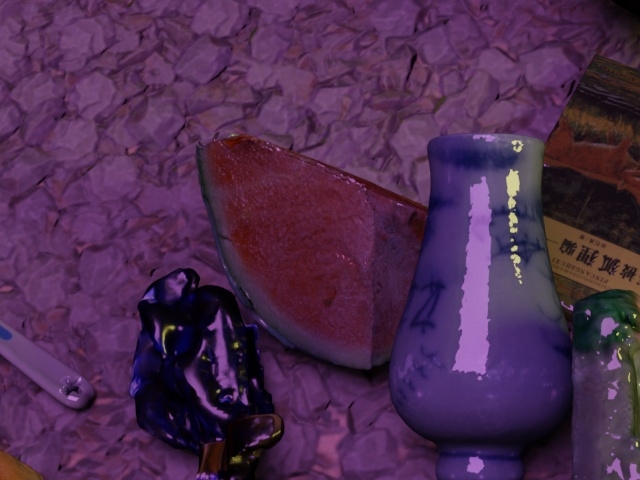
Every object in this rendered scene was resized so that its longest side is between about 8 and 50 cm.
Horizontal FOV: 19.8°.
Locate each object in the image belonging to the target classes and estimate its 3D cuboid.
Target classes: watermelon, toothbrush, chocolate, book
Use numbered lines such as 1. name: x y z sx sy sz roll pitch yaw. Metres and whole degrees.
1. watermelon: 0.001 0.016 1.473 0.231 0.128 0.146 23 94 24
2. toothbrush: -0.338 0.043 1.576 0.386 0.040 0.040 33 73 23
3. chocolate: -0.079 0.160 1.408 0.148 0.126 0.343 -40 42 34
4. book: 0.245 -0.033 1.480 0.160 0.024 0.228 24 69 21

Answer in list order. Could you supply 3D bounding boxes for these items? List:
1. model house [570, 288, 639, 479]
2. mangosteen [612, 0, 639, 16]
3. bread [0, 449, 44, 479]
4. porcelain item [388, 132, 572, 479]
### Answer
1. model house: 0.336 0.172 1.252 0.325 0.194 0.267 -1 61 9
2. mangosteen: 0.328 -0.306 1.484 0.288 0.288 0.288 -6 60 10
3. bread: -0.276 0.270 1.378 0.198 0.120 0.236 -20 59 4
4. porcelain item: 0.121 0.052 1.368 0.141 0.141 0.259 0 88 14
